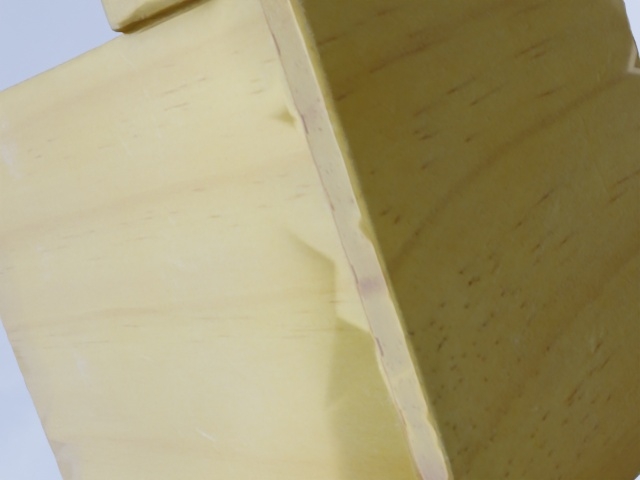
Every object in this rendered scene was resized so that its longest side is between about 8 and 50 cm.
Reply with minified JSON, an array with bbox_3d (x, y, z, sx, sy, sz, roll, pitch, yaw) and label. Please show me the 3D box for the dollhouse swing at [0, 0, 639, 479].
[{"bbox_3d":[0.000,0.000,0.586,0.315,0.305,0.346,-25,-81,-37],"label":"dollhouse swing"}]
